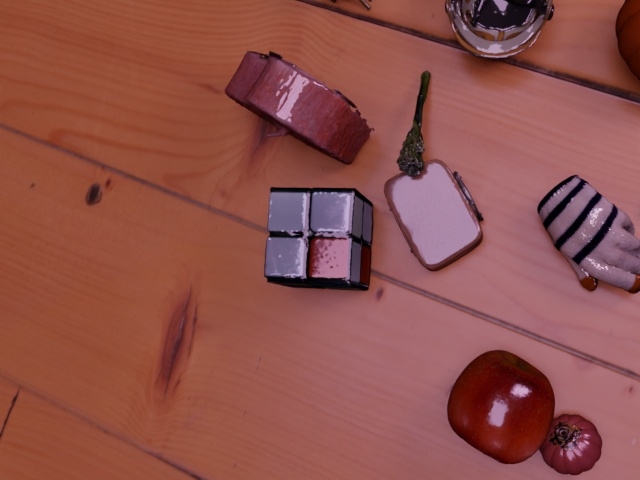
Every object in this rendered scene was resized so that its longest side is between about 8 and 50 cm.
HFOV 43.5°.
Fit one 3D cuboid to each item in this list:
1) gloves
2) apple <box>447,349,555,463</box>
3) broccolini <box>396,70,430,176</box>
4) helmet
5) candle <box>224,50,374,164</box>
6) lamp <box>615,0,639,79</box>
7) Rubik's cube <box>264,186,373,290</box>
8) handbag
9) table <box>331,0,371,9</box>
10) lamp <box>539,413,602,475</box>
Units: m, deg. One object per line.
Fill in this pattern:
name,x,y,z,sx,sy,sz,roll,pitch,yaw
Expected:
gloves,0.488,-0.001,1.412,0.140,0.131,0.218,-40,66,10
apple,0.315,0.289,1.389,0.181,0.181,0.168,31,100,17
broccolini,0.183,-0.228,1.529,0.051,0.054,0.239,17,63,-14
helmet,0.341,-0.444,1.506,0.198,0.130,0.224,7,95,20
candle,-0.039,-0.238,1.535,0.131,0.287,0.317,-59,31,4
lamp,0.619,-0.357,1.386,0.223,0.196,0.223,9,63,-18
Rubik's cube,0.001,0.000,1.513,0.167,0.183,0.180,1,81,16
handbag,0.220,-0.050,1.517,0.151,0.072,0.193,-26,75,10
table,0.109,-0.577,1.596,0.111,0.121,0.240,36,93,-1
lamp,0.434,0.355,1.395,0.108,0.092,0.107,-20,43,20
